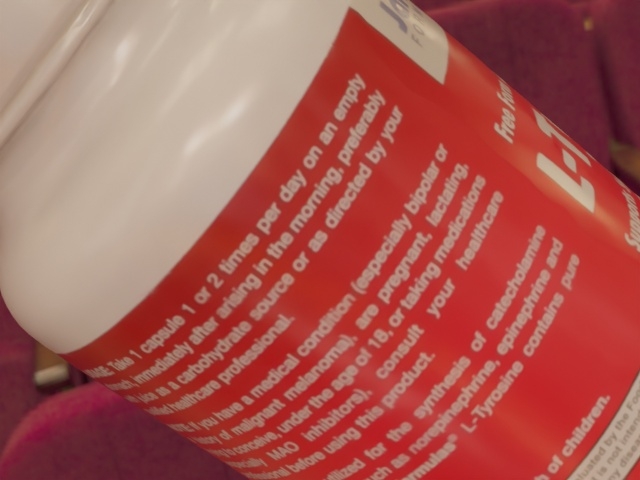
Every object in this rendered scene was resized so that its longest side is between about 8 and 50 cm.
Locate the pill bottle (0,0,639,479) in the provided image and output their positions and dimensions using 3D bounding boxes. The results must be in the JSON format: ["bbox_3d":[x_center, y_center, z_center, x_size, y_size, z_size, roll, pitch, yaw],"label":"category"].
[{"bbox_3d":[0.000,0.000,0.579,0.229,0.407,0.229,-45,21,22],"label":"pill bottle"}]
